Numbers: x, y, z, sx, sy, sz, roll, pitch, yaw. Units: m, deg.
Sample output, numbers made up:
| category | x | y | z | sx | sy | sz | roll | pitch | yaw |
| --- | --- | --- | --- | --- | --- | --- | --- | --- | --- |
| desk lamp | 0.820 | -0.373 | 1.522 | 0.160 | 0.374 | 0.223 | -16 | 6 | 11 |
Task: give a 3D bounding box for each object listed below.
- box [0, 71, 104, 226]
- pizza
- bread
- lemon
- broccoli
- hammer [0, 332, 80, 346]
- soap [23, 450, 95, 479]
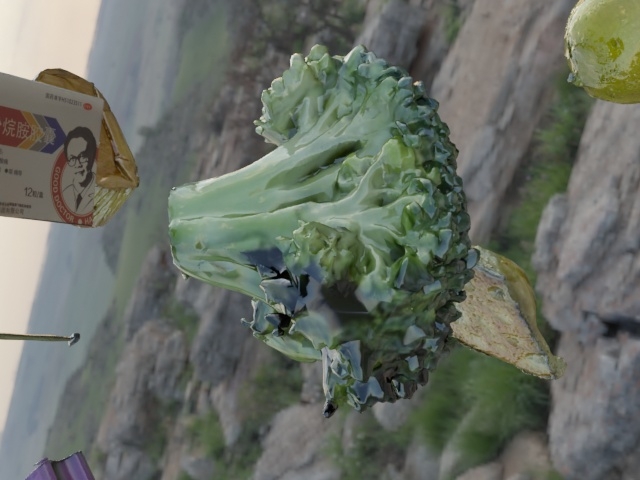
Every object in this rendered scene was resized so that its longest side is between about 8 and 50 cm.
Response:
| category | x | y | z | sx | sy | sz | roll | pitch | yaw |
| --- | --- | --- | --- | --- | --- | --- | --- | --- | --- |
| box | -0.474 | -0.141 | 1.691 | 0.353 | 0.069 | 0.214 | 8 | -93 | -62 |
| pizza | 0.257 | 0.094 | 1.510 | 0.080 | 0.204 | 0.188 | -42 | -32 | -32 |
| bread | -0.455 | -0.157 | 1.997 | 0.156 | 0.204 | 0.288 | -43 | 70 | 28 |
| lemon | 0.423 | -0.276 | 1.490 | 0.206 | 0.173 | 0.173 | -38 | 31 | 22 |
| broccoli | -0.001 | -0.009 | 1.048 | 0.293 | 0.280 | 0.348 | -94 | -1 | -81 |
| hammer | -0.529 | 0.172 | 1.963 | 0.062 | 0.198 | 0.013 | 140 | 131 | -60 |
| soap | -0.268 | 0.348 | 1.210 | 0.122 | 0.065 | 0.203 | -46 | 65 | 35 |
